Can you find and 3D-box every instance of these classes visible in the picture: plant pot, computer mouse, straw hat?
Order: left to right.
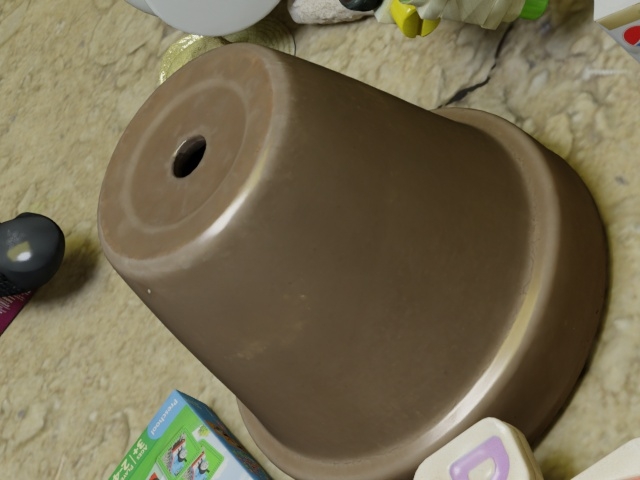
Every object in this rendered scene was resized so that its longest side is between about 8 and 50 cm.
[{"bbox_3d":[-0.300,0.018,1.319,0.242,0.041,0.071,-12,58,40],"label":"computer mouse"},{"bbox_3d":[-0.093,-0.131,1.263,0.144,0.061,0.144,-27,46,32],"label":"straw hat"},{"bbox_3d":[0.000,0.000,0.936,0.263,0.229,0.263,-27,45,31],"label":"plant pot"}]

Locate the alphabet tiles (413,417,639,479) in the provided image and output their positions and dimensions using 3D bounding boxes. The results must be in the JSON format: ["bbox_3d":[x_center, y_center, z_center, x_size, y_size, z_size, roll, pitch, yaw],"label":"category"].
[{"bbox_3d":[0.091,0.237,0.801,0.278,0.021,0.284,-38,50,21],"label":"alphabet tiles"}]

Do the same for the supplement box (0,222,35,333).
[{"bbox_3d":[-0.277,0.036,1.351,0.083,0.043,0.055,-51,38,5],"label":"supplement box"}]

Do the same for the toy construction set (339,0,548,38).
[{"bbox_3d":[0.078,-0.260,1.033,0.328,0.151,0.215,-97,27,-47],"label":"toy construction set"}]

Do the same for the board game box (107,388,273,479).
[{"bbox_3d":[-0.086,0.213,1.026,0.160,0.039,0.211,-54,39,2],"label":"board game box"}]

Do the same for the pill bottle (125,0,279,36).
[{"bbox_3d":[-0.118,-0.280,1.292,0.169,0.169,0.301,-47,34,12],"label":"pill bottle"}]

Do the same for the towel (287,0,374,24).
[{"bbox_3d":[0.088,-0.292,1.197,0.187,0.049,0.282,3,66,48],"label":"towel"}]

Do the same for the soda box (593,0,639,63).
[{"bbox_3d":[0.218,-0.214,0.986,0.074,0.069,0.216,-20,51,37],"label":"soda box"}]
